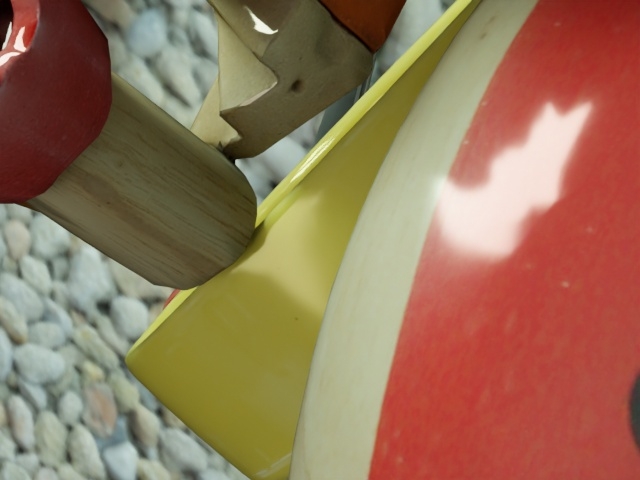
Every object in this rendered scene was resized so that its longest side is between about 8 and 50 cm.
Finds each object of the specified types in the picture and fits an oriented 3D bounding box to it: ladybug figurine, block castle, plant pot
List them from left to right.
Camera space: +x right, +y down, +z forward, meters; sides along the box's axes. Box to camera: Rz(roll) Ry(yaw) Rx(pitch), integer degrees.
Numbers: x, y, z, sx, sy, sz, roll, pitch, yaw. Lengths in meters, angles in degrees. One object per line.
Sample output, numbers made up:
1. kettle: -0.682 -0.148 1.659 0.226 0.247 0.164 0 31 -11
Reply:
1. block castle: -0.104 -0.228 0.728 0.303 0.213 0.453 15 76 37
2. plant pot: 0.087 0.040 0.825 0.239 0.254 0.254 44 132 -2
3. ladybug figurine: 0.157 0.053 0.648 0.305 0.449 0.162 29 165 -24

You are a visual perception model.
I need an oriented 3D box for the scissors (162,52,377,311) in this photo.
1. scissors: 0.000 0.000 1.021 0.109 0.021 0.297 49 130 16
